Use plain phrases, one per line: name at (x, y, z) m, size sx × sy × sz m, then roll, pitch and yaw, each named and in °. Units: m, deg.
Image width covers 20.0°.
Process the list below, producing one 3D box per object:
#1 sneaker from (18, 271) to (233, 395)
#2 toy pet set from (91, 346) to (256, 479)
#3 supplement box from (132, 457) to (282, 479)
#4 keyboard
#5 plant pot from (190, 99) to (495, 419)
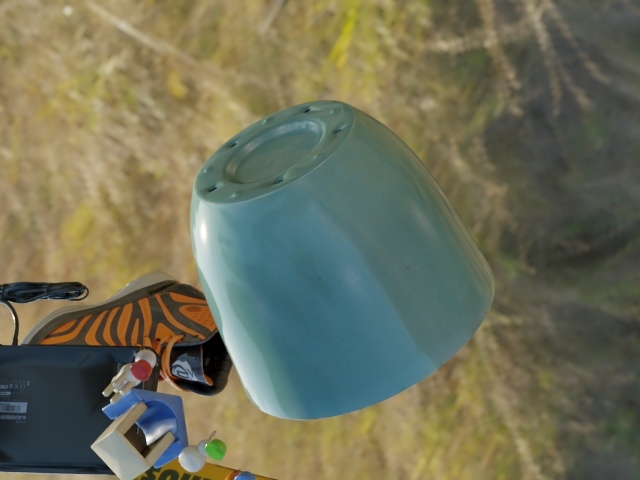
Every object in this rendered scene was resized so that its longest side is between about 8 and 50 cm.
sneaker at (-0.229, 0.144, 2.214) m, size 0.180 × 0.321 × 0.125 m, roll 21°, pitch 131°, yaw 37°
toy pet set at (-0.103, 0.133, 1.309) m, size 0.122 × 0.065 × 0.114 m, roll 49°, pitch 134°, yaw -7°
supplement box at (-0.099, 0.404, 1.874) m, size 0.194 × 0.195 × 0.356 m, roll 11°, pitch 143°, yaw 20°
keyboard at (-0.293, 0.124, 1.756) m, size 0.317 × 0.202 × 0.033 m, roll -1°, pitch 166°, yaw 26°
plant pot at (0.000, 0.000, 1.868) m, size 0.293 × 0.293 × 0.235 m, roll 8°, pitch 133°, yaw 51°
